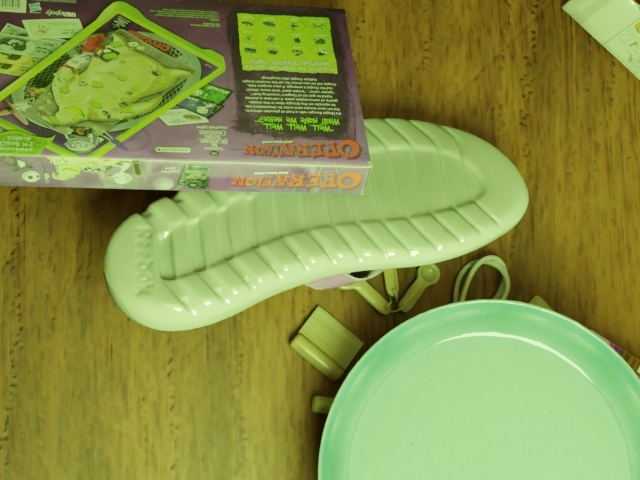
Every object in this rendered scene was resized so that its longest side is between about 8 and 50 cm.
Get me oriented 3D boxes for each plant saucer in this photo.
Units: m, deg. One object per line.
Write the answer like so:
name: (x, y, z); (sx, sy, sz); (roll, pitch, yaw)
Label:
plant saucer: (0.176, 0.254, 1.190); (0.168, 0.029, 0.169); (0, 77, -1)
plant saucer: (0.155, 0.213, 1.162); (0.317, 0.044, 0.318); (1, 76, -2)

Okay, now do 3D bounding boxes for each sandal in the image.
sandal: (-0.005, -0.013, 1.209); (0.416, 0.102, 0.169); (-13, 59, -20)

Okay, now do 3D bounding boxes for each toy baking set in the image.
toy baking set: (0.102, 0.096, 1.253); (0.256, 0.030, 0.197); (15, 79, -9)

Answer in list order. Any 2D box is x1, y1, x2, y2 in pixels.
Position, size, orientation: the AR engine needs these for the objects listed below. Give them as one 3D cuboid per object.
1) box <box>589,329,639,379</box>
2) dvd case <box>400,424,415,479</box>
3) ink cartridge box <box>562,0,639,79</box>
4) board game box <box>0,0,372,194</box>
box: (0.267, 0.262, 1.250); (0.201, 0.057, 0.293); (32, 77, -4)
dvd case: (0.053, 0.235, 1.206); (0.087, 0.013, 0.120); (-10, 79, 26)
ink cartridge box: (0.392, -0.192, 1.217); (0.066, 0.296, 0.261); (-44, 93, -15)
board game box: (-0.136, -0.137, 1.180); (0.346, 0.056, 0.208); (2, 48, -11)
